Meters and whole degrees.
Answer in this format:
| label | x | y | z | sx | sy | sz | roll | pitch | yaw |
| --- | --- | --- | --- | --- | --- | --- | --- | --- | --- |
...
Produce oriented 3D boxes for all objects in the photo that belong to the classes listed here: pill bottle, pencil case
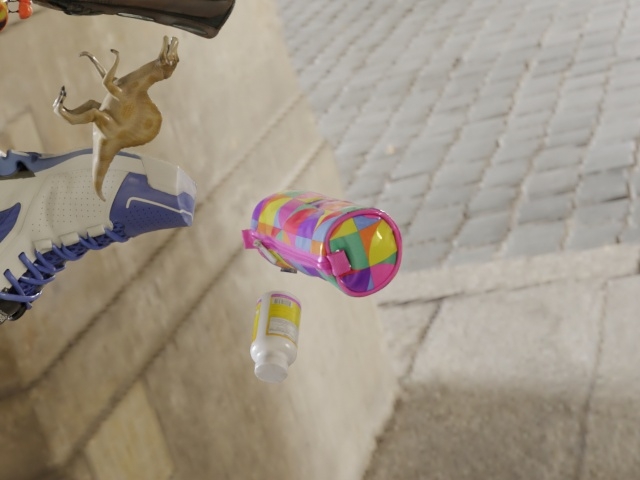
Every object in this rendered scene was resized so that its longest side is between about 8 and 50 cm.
| label | x | y | z | sx | sy | sz | roll | pitch | yaw |
| --- | --- | --- | --- | --- | --- | --- | --- | --- | --- |
| pill bottle | -0.042 | 0.090 | 1.265 | 0.043 | 0.043 | 0.083 | -9 | 46 | 17 |
| pencil case | 0.000 | 0.000 | 1.508 | 0.104 | 0.104 | 0.236 | -23 | 14 | -21 |

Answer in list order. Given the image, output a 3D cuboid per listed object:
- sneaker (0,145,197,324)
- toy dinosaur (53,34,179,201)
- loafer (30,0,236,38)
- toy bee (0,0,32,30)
| label | x | y | z | sx | sy | sz | roll | pitch | yaw |
| --- | --- | --- | --- | --- | --- | --- | --- | --- | --- |
| sneaker | -0.286 | 0.000 | 1.409 | 0.316 | 0.182 | 0.127 | 3 | -10 | 12 |
| toy dinosaur | -0.190 | -0.107 | 1.207 | 0.093 | 0.183 | 0.053 | 25 | 28 | -16 |
| loafer | -0.201 | -0.228 | 1.243 | 0.268 | 0.084 | 0.096 | 2 | 41 | -23 |
| toy bee | -0.469 | -0.285 | 1.803 | 0.162 | 0.195 | 0.298 | 7 | -26 | -17 |
